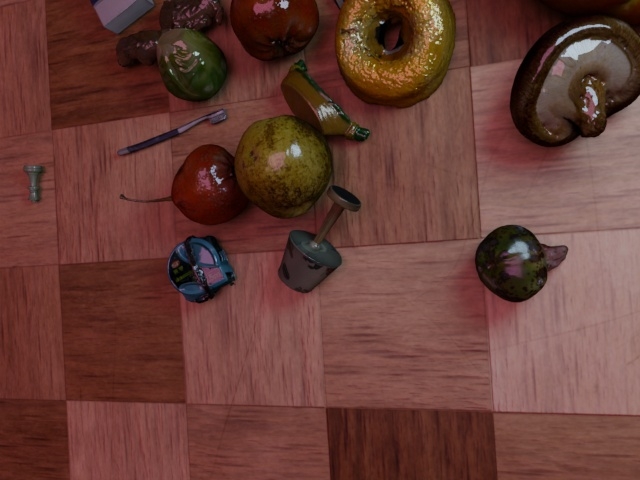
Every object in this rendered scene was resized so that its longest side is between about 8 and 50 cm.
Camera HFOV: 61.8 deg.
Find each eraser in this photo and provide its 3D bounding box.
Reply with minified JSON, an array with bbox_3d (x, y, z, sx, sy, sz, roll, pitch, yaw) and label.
[{"bbox_3d":[-0.484,-0.603,1.233,0.124,0.068,0.210,-30,82,12],"label":"eraser"}]

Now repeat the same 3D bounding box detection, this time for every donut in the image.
[{"bbox_3d":[0.140,-0.385,1.029,0.253,0.118,0.254,5,106,17],"label":"donut"}]

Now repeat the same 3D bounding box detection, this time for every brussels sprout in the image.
[{"bbox_3d":[-0.273,-0.370,1.134,0.155,0.155,0.118,-29,45,15],"label":"brussels sprout"}]

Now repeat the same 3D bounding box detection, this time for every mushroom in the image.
[{"bbox_3d":[0.429,-0.273,0.912,0.231,0.138,0.194,-26,102,10],"label":"mushroom"}]

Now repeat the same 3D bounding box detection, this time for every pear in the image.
[{"bbox_3d":[-0.072,-0.137,1.039,0.197,0.197,0.197,0,90,17],"label":"pear"}]

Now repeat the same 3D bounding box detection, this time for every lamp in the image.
[{"bbox_3d":[0.000,0.000,1.058,0.121,0.121,0.215,38,111,13],"label":"lamp"}]

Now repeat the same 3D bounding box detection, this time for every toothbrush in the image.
[{"bbox_3d":[-0.339,-0.241,1.214,0.288,0.024,0.026,-17,99,15],"label":"toothbrush"}]

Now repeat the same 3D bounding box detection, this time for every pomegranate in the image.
[{"bbox_3d":[0.360,0.035,0.950,0.163,0.125,0.138,-18,72,15],"label":"pomegranate"}]

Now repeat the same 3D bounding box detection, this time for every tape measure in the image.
[{"bbox_3d":[-0.266,0.061,1.161,0.125,0.081,0.146,-27,82,12],"label":"tape measure"}]

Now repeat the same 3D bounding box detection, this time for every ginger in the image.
[{"bbox_3d":[-0.345,-0.468,1.182,0.290,0.084,0.122,-26,90,16],"label":"ginger"}]

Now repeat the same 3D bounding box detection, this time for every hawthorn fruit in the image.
[{"bbox_3d":[-0.095,-0.469,1.064,0.179,0.179,0.201,-12,78,16],"label":"hawthorn fruit"},{"bbox_3d":[-0.289,-0.095,1.129,0.285,0.165,0.165,-18,85,14],"label":"hawthorn fruit"}]

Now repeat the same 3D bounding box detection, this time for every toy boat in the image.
[{"bbox_3d":[0.000,-0.275,1.090,0.088,0.089,0.229,-34,77,-26],"label":"toy boat"}]

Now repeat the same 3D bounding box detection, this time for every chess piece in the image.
[{"bbox_3d":[-0.708,-0.138,1.317,0.042,0.042,0.093,5,96,17],"label":"chess piece"}]

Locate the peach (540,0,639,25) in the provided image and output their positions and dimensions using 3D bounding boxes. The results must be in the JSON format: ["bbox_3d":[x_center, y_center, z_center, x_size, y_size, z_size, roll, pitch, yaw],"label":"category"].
[{"bbox_3d":[0.456,-0.543,0.830,0.335,0.310,0.406,-29,83,18],"label":"peach"}]

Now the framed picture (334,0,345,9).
[{"bbox_3d":[0.072,-0.605,1.092,0.189,0.023,0.260,-29,81,12],"label":"framed picture"}]
